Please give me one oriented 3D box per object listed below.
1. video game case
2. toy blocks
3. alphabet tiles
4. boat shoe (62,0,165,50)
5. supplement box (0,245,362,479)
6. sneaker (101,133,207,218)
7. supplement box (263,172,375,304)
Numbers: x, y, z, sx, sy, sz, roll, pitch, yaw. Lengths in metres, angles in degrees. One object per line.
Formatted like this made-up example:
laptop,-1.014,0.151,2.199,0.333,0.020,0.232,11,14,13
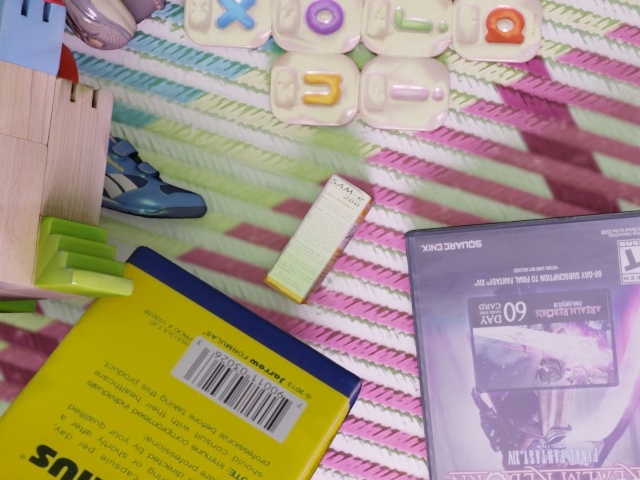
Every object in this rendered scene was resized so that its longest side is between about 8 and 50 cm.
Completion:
video game case,0.168,0.121,1.439,0.196,0.026,0.274,-5,91,26
toy blocks,-0.269,-0.090,1.395,0.190,0.381,0.261,13,79,-39
alphabet tiles,0.035,-0.228,1.503,0.278,0.021,0.284,2,88,5
boat shoe,-0.223,-0.316,1.485,0.130,0.132,0.355,-36,95,-7
supplement box,-0.151,0.211,1.324,0.195,0.194,0.356,31,46,4
sneaker,-0.155,-0.052,1.497,0.144,0.053,0.059,16,87,3
supplement box,0.000,0.000,1.479,0.036,0.062,0.098,33,92,5
